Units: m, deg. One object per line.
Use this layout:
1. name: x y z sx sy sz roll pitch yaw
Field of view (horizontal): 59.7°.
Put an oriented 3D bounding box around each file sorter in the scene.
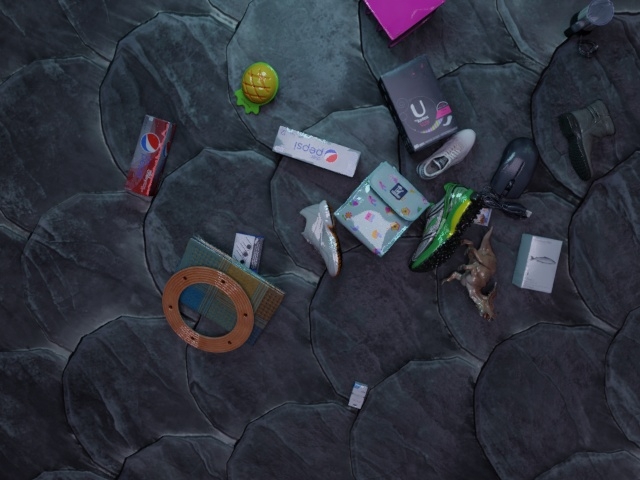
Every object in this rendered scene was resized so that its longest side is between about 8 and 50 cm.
1. file sorter: 0.217 -0.798 1.784 0.202 0.182 0.291 -36 94 4

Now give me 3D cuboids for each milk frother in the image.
1. milk frother: 0.879 -0.680 1.796 0.143 0.135 0.129 40 96 -2

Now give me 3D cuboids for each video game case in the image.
1. video game case: 0.526 -0.105 1.922 0.122 0.011 0.087 13 95 1

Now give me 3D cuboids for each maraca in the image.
1. maraca: -0.214 -0.510 1.872 0.127 0.099 0.186 44 121 0

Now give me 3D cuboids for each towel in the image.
1. towel: -0.331 0.176 1.921 0.370 0.040 0.271 32 118 -1

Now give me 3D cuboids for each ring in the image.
1. ring: -0.386 0.238 1.924 0.336 0.032 0.337 5 115 11

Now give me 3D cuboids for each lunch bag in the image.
1. lunch bag: 0.207 -0.104 1.859 0.223 0.160 0.262 44 91 6

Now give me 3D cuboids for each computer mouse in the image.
1. computer mouse: 0.658 -0.217 1.872 0.188 0.072 0.272 20 93 -1

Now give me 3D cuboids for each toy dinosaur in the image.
1. toy dinosaur: 0.548 0.109 1.892 0.200 0.127 0.296 25 83 -8

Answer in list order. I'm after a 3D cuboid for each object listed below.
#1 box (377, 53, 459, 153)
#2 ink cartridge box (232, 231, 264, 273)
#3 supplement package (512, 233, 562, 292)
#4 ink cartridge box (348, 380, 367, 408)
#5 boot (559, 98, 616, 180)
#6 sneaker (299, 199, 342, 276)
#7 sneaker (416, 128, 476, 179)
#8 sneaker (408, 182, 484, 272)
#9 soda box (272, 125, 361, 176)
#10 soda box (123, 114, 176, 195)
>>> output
1. box: 0.318 -0.441 1.833 0.165 0.143 0.270 -26 93 4
2. ink cartridge box: -0.262 0.082 1.950 0.097 0.046 0.207 11 96 2
3. supplement package: 0.730 0.075 1.885 0.105 0.105 0.179 10 95 2
4. ink cartridge box: 0.133 0.551 1.987 0.048 0.028 0.083 18 95 0
5. boot: 0.914 -0.336 1.857 0.161 0.083 0.247 -19 96 -2
6. sneaker: 0.000 0.000 1.918 0.121 0.099 0.263 -12 87 11
7. sneaker: 0.431 -0.285 1.869 0.235 0.095 0.090 -42 91 3
8. sneaker: 0.404 -0.037 1.894 0.146 0.134 0.344 41 105 34
9. soda box: -0.012 -0.296 1.880 0.286 0.098 0.091 18 94 0
10. soda box: -0.580 -0.287 1.908 0.092 0.083 0.263 19 96 1
